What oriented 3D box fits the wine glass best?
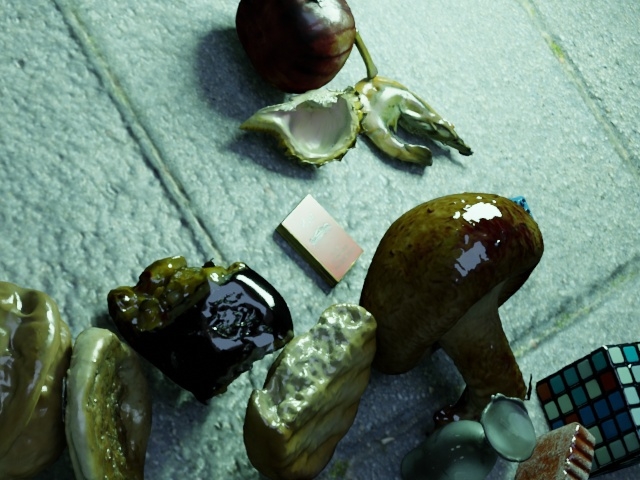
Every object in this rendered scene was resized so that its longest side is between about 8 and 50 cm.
[{"bbox_3d":[0.212,0.309,1.860,0.103,0.222,0.103,18,55,-27],"label":"wine glass"}]

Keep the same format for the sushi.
[{"bbox_3d":[-0.167,0.109,1.730,0.213,0.200,0.204,-34,86,-22],"label":"sushi"}]

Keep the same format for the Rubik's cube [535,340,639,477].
[{"bbox_3d":[0.504,0.280,2.107,0.187,0.182,0.184,-3,67,-35],"label":"Rubik's cube"}]

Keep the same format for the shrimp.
[{"bbox_3d":[0.160,-0.194,2.219,0.254,0.059,0.145,36,52,-12],"label":"shrimp"}]

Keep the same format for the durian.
[{"bbox_3d":[-0.036,-0.192,2.061,0.224,0.140,0.078,-1,21,-24],"label":"durian"}]

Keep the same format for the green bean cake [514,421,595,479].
[{"bbox_3d":[0.368,0.363,1.996,0.056,0.135,0.135,37,50,-13],"label":"green bean cake"}]

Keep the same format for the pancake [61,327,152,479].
[{"bbox_3d":[-0.262,0.242,1.568,0.049,0.282,0.282,-4,60,8],"label":"pancake"}]

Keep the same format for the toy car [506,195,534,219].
[{"bbox_3d":[0.305,-0.020,2.192,0.191,0.100,0.097,-16,79,-35],"label":"toy car"}]

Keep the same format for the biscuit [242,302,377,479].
[{"bbox_3d":[-0.018,0.226,1.773,0.091,0.213,0.274,20,39,22],"label":"biscuit"}]

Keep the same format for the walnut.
[{"bbox_3d":[-0.396,0.175,1.505,0.224,0.257,0.257,37,47,-37],"label":"walnut"}]

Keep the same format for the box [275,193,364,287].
[{"bbox_3d":[0.000,0.000,2.021,0.133,0.023,0.090,47,46,-4],"label":"box"}]

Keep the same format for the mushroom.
[{"bbox_3d":[0.212,0.115,1.923,0.331,0.334,0.356,-2,56,-37],"label":"mushroom"}]

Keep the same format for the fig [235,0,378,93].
[{"bbox_3d":[-0.010,-0.356,2.105,0.249,0.186,0.203,-21,60,-35],"label":"fig"}]
